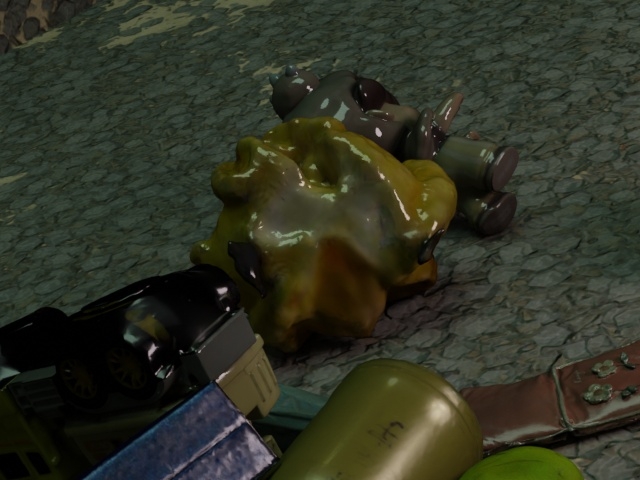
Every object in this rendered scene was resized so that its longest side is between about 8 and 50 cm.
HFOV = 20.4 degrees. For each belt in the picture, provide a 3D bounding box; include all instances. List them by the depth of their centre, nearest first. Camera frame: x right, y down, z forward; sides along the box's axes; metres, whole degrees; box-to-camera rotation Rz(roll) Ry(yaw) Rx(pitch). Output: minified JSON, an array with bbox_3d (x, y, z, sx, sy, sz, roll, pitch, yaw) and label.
[{"bbox_3d":[-0.003,0.200,1.996,0.302,0.087,0.072,4,34,37],"label":"belt"}]

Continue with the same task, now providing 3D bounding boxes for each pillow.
[{"bbox_3d":[0.264,0.176,1.943,0.233,0.043,0.126,-15,25,3],"label":"pillow"}]

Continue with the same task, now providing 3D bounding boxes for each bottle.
[{"bbox_3d":[0.010,0.276,1.732,0.171,0.171,0.351,2,31,34],"label":"bottle"}]

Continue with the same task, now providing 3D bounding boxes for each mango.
[{"bbox_3d":[0.191,0.259,1.751,0.117,0.089,0.163,10,22,22],"label":"mango"}]

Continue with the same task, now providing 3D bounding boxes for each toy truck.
[{"bbox_3d":[-0.226,0.181,1.990,0.405,0.254,0.180,-14,17,40],"label":"toy truck"}]

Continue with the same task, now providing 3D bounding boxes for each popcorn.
[{"bbox_3d":[0.000,0.000,2.252,0.316,0.297,0.281,21,-4,-7],"label":"popcorn"}]

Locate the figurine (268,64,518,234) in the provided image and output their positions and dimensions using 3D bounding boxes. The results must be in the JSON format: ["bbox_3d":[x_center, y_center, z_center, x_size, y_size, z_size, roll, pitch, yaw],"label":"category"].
[{"bbox_3d":[0.099,-0.113,2.479,0.381,0.248,0.203,17,61,32],"label":"figurine"}]

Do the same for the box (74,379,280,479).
[{"bbox_3d":[-0.211,0.290,1.733,0.261,0.116,0.279,-38,-6,-39],"label":"box"}]
